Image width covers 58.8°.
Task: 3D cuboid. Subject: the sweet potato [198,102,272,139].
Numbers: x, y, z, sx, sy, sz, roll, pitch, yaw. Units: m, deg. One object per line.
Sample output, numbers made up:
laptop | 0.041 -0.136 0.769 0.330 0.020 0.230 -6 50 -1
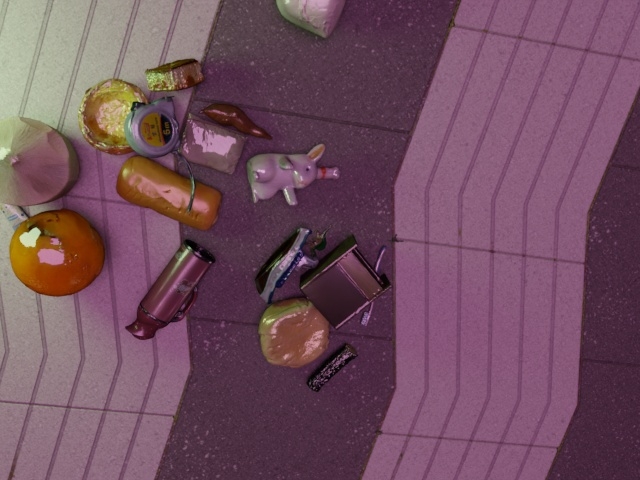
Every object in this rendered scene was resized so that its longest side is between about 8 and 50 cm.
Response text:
sweet potato | -0.241 -0.355 1.656 0.226 0.068 0.068 19 98 -20

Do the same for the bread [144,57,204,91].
bread | -0.408 -0.460 1.582 0.128 0.140 0.069 10 124 33

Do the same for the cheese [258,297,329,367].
cheese | -0.078 0.291 1.766 0.226 0.117 0.213 -13 108 -9

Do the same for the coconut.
coconut | -0.782 -0.205 1.515 0.238 0.266 0.237 0 92 -6

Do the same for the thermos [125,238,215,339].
thermos | -0.450 0.162 1.710 0.109 0.136 0.330 38 95 16

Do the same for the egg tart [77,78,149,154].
egg tart | -0.575 -0.345 1.602 0.213 0.090 0.212 -2 100 -9

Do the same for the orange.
orange | -0.726 0.034 1.575 0.246 0.246 0.246 -1 100 -6

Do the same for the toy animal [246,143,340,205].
toy animal | -0.077 -0.194 1.660 0.283 0.138 0.140 -2 136 -2

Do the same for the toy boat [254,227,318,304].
toy boat | -0.095 0.082 1.725 0.115 0.114 0.262 41 95 -17

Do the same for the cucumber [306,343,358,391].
cucumber | 0.034 0.409 1.829 0.187 0.058 0.058 -42 102 1

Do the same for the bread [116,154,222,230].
bread | -0.439 -0.136 1.659 0.305 0.091 0.142 23 102 -9

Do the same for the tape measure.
tape measure | -0.444 -0.225 1.577 0.164 0.084 0.330 -15 107 -28

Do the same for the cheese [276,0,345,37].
cheese | -0.025 -0.683 1.570 0.189 0.154 0.198 16 110 -10

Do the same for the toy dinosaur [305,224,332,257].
toy dinosaur | -0.001 0.000 1.769 0.119 0.029 0.060 -48 117 -2

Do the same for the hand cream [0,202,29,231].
hand cream | -0.900 -0.103 1.633 0.065 0.043 0.170 -28 107 5

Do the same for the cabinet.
cabinet | 0.074 0.123 1.729 0.215 0.148 0.175 -39 101 8

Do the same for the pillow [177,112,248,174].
pillow | -0.314 -0.277 1.652 0.181 0.078 0.134 17 101 -12

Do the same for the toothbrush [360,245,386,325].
toothbrush | 0.170 0.146 1.813 0.027 0.021 0.269 11 98 -14
